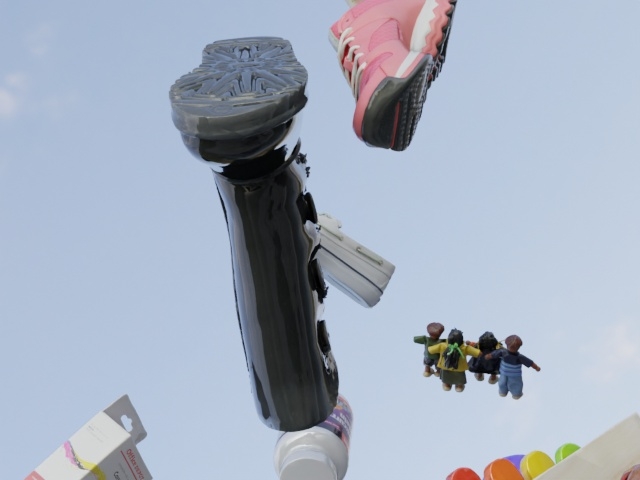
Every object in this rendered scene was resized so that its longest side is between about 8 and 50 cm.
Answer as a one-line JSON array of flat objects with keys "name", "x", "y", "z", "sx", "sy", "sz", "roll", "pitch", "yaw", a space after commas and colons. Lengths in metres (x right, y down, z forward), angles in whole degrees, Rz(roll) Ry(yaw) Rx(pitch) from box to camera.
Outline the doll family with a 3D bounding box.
[{"name": "doll family", "x": 0.234, "y": 0.175, "z": 2.183, "sx": 0.076, "sy": 0.193, "sz": 0.111, "roll": -77, "pitch": -11, "yaw": -58}]

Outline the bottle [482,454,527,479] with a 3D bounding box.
[{"name": "bottle", "x": 0.196, "y": 0.384, "z": 1.627, "sx": 0.283, "sy": 0.092, "sz": 0.118, "roll": -67, "pitch": 9, "yaw": -25}]

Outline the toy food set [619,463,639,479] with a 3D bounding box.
[{"name": "toy food set", "x": 0.288, "y": 0.250, "z": 1.234, "sx": 0.071, "sy": 0.218, "sz": 0.128, "roll": 4, "pitch": -22, "yaw": -18}]

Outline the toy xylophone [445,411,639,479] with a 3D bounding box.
[{"name": "toy xylophone", "x": 0.265, "y": 0.288, "z": 1.369, "sx": 0.322, "sy": 0.236, "sz": 0.081, "roll": -10, "pitch": -25, "yaw": -43}]

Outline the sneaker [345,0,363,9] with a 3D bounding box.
[{"name": "sneaker", "x": 0.079, "y": -0.355, "z": 2.043, "sx": 0.108, "sy": 0.302, "sz": 0.121, "roll": -33, "pitch": -40, "yaw": 13}]

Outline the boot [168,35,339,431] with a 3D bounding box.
[{"name": "boot", "x": -0.067, "y": 0.018, "z": 1.667, "sx": 0.367, "sy": 0.146, "sz": 0.445, "roll": -74, "pitch": -18, "yaw": -71}]

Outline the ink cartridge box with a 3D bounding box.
[{"name": "ink cartridge box", "x": -0.300, "y": 0.312, "z": 1.943, "sx": 0.198, "sy": 0.067, "sz": 0.115, "roll": -42, "pitch": -36, "yaw": -21}]

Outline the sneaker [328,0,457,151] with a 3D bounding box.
[{"name": "sneaker", "x": 0.065, "y": -0.204, "z": 1.693, "sx": 0.314, "sy": 0.136, "sz": 0.116, "roll": -63, "pitch": -14, "yaw": -54}]

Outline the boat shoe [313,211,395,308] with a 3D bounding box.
[{"name": "boat shoe", "x": 0.000, "y": 0.000, "z": 1.981, "sx": 0.076, "sy": 0.226, "sz": 0.083, "roll": -55, "pitch": 10, "yaw": -14}]

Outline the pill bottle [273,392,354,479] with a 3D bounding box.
[{"name": "pill bottle", "x": -0.010, "y": 0.296, "z": 2.077, "sx": 0.193, "sy": 0.108, "sz": 0.108, "roll": -78, "pitch": 11, "yaw": -67}]
